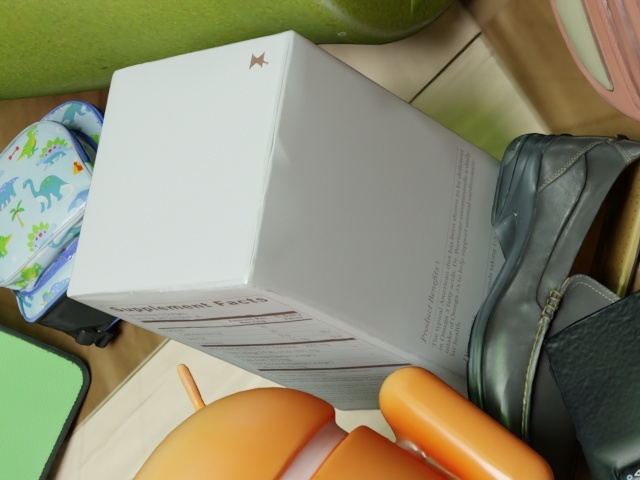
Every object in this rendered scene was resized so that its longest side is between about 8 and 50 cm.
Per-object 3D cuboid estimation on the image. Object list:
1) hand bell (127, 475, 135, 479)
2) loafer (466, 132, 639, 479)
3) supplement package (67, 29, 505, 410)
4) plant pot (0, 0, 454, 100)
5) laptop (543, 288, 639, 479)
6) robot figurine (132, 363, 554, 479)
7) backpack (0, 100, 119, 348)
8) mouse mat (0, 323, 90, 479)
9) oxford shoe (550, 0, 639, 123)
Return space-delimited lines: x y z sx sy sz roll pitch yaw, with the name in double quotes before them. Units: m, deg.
"hand bell" -0.010 0.214 0.731 0.242 0.126 0.126 42 101 34
"loafer" 0.102 0.031 0.728 0.061 0.062 0.170 -7 68 36
"supplement package" 0.000 0.000 0.749 0.105 0.179 0.105 -6 67 41
"plant pot" -0.104 -0.228 0.866 0.353 0.366 0.367 8 77 33
"laptop" 0.188 0.068 0.550 0.234 0.136 0.264 -29 55 17
"robot figurine" 0.012 0.139 0.667 0.219 0.128 0.158 33 114 9
"backpack" -0.133 -0.018 0.951 0.105 0.084 0.114 -44 44 16
"mouse mat" -0.224 0.119 0.926 0.007 0.152 0.190 115 178 -67
"oxford shoe" 0.249 -0.118 0.637 0.397 0.146 0.140 -3 112 53
